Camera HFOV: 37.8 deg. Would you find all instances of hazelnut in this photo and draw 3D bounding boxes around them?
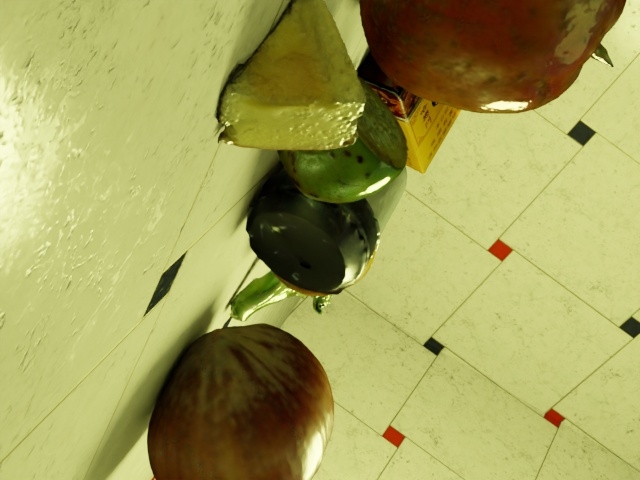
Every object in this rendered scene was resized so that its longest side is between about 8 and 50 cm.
[{"bbox_3d":[-0.146,0.343,1.804,0.359,0.359,0.409,-62,-176,35],"label":"hazelnut"}]

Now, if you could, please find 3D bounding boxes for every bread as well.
[{"bbox_3d":[-0.053,-0.185,1.057,0.160,0.169,0.140,-16,162,-14],"label":"bread"}]

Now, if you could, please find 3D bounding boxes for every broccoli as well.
[{"bbox_3d":[-0.067,0.096,2.082,0.275,0.198,0.177,-52,-139,-4],"label":"broccoli"}]

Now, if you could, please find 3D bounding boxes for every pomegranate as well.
[{"bbox_3d":[0.011,-0.132,1.347,0.159,0.190,0.241,-34,-171,25],"label":"pomegranate"}]

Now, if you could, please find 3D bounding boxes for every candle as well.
[{"bbox_3d":[0.028,-0.084,1.630,0.342,0.221,0.221,-58,176,-42],"label":"candle"}]

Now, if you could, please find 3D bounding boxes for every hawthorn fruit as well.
[{"bbox_3d":[0.270,-0.363,1.399,0.402,0.403,0.403,-59,176,-6],"label":"hawthorn fruit"}]

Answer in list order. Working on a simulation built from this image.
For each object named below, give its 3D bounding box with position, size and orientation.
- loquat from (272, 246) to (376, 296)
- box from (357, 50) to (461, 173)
[{"bbox_3d":[0.000,0.000,1.874,0.235,0.235,0.235,-59,176,-6],"label":"loquat"},{"bbox_3d":[0.217,-0.347,2.050,0.264,0.116,0.415,-58,159,-10],"label":"box"}]
